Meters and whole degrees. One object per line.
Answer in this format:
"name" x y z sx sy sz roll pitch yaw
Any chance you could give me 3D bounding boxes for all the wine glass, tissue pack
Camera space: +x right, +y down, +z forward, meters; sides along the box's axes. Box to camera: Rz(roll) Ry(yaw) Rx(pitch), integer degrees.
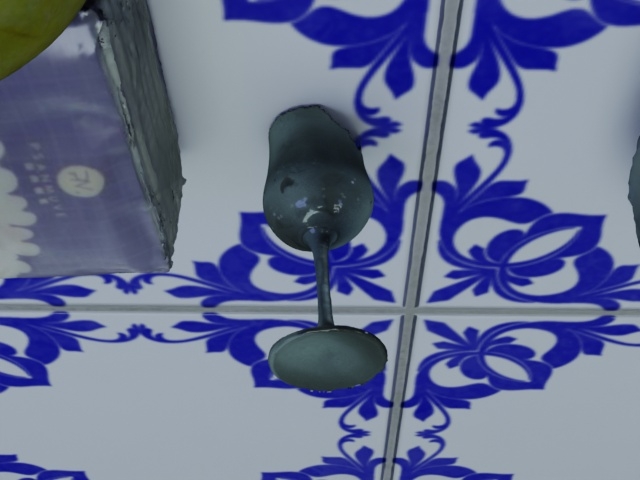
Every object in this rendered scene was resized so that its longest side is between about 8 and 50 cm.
"wine glass" 0.000 0.000 0.757 0.079 0.195 0.079 -3 143 -2
"tissue pack" -0.274 -0.078 0.710 0.343 0.125 0.242 -2 144 3

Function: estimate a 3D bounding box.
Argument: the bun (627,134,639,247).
"bun" 0.375 -0.026 0.721 0.354 0.194 0.354 -1 142 0

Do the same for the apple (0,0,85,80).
"apple" -0.202 -0.168 0.487 0.260 0.261 0.194 -6 129 9
